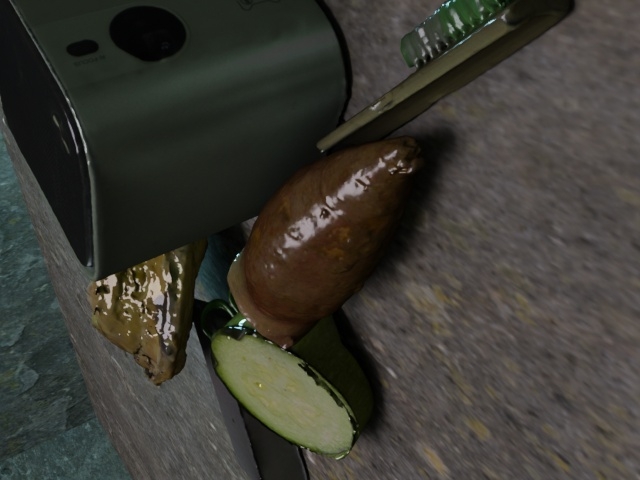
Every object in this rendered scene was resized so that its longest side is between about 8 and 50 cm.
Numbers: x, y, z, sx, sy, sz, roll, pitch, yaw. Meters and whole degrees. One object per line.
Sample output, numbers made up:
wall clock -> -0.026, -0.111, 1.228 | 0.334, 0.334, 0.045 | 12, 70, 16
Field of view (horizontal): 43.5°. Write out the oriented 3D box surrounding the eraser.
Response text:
eraser -> -0.103, 0.242, 1.210 | 0.111, 0.077, 0.353 | 24, 132, 60

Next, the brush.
brush -> 0.068, -0.119, 0.581 | 0.282, 0.054, 0.048 | -27, 77, 65

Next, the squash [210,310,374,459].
squash -> -0.017, 0.154, 0.960 | 0.220, 0.133, 0.220 | 31, 142, 28

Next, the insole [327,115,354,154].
insole -> -0.009, -0.116, 0.797 | 0.152, 0.002, 0.053 | 29, 136, 53

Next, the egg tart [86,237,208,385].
egg tart -> -0.264, 0.036, 1.164 | 0.352, 0.150, 0.352 | -178, 90, -69

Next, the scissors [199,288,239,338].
scissors -> -0.073, 0.152, 1.079 | 0.204, 0.101, 0.027 | 53, -175, 3

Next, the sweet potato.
sweet potato -> -0.001, -0.003, 0.726 | 0.131, 0.131, 0.337 | 61, 156, 12

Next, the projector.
projector -> -0.152, -0.142, 0.765 | 0.249, 0.249, 0.248 | 56, 152, 22
